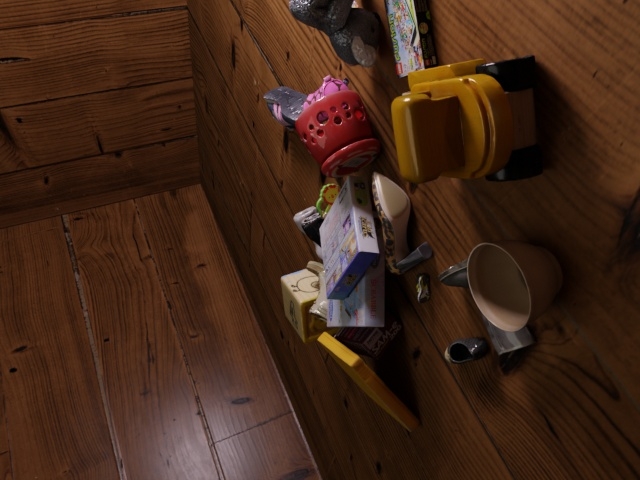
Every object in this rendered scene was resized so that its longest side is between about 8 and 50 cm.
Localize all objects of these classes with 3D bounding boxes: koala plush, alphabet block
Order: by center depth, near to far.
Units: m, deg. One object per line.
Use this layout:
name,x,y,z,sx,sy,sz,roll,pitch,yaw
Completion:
koala plush,0.058,-0.504,1.249,0.221,0.203,0.196,58,-178,-25
alphabet block,-0.021,0.231,1.996,0.197,0.192,0.194,43,146,54

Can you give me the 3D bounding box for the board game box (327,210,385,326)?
board game box,0.100,0.099,1.602,0.318,0.065,0.319,155,118,-70

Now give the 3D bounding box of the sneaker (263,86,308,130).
sneaker,-0.087,-0.425,1.827,0.319,0.112,0.131,51,167,53

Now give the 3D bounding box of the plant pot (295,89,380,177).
plant pot,0.050,-0.269,1.418,0.174,0.191,0.191,67,159,11

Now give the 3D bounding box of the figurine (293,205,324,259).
figurine,0.000,0.000,1.871,0.209,0.092,0.215,64,172,-16

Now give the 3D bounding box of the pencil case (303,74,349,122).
pencil case,0.013,-0.403,1.559,0.098,0.095,0.209,50,164,-12

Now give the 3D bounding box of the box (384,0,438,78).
box,0.185,-0.455,1.129,0.114,0.036,0.207,-165,61,-68

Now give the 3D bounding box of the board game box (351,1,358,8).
board game box,0.059,-0.544,1.406,0.169,0.033,0.133,100,147,-51

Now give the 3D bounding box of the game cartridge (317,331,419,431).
game cartridge,0.142,0.434,1.704,0.324,0.052,0.285,51,168,-21

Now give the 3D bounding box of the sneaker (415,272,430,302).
sneaker,0.262,0.121,1.387,0.035,0.031,0.083,-114,21,-62

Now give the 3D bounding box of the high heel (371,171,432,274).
high heel,0.170,-0.036,1.401,0.261,0.093,0.186,62,152,8

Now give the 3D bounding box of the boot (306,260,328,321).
boot,0.004,0.176,1.830,0.213,0.165,0.077,29,168,28

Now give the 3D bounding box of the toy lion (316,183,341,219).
toy lion,0.028,-0.128,1.724,0.096,0.100,0.034,60,167,-20

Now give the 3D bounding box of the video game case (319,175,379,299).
video game case,0.073,-0.001,1.501,0.269,0.061,0.244,119,152,-53

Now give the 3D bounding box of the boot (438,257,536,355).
boot,0.344,0.137,1.129,0.209,0.076,0.190,63,161,9

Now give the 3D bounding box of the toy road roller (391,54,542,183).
toy road roller,0.211,-0.201,0.951,0.329,0.240,0.203,-155,52,-65

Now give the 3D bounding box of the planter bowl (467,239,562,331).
planter bowl,0.356,0.069,0.963,0.162,0.109,0.162,164,90,-70

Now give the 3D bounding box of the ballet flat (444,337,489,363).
ballet flat,0.332,0.260,1.266,0.173,0.049,0.058,126,127,-66

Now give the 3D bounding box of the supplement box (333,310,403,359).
supplement box,0.142,0.283,1.663,0.073,0.130,0.239,44,164,-10
